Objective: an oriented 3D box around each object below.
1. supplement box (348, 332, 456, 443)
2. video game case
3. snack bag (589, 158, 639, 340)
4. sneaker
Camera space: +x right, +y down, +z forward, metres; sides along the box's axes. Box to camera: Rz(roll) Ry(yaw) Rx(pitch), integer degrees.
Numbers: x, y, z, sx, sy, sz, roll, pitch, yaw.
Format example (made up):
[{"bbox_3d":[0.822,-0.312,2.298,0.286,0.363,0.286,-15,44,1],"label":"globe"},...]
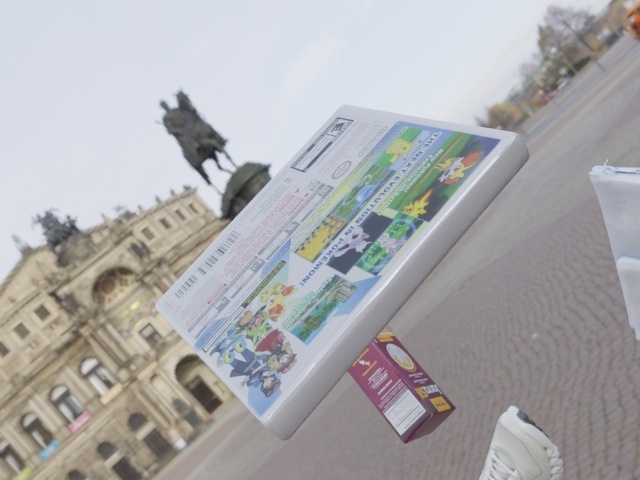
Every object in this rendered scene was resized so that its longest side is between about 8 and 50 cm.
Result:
[{"bbox_3d":[0.139,0.261,1.329,0.081,0.188,0.104,-51,-28,19],"label":"supplement box"},{"bbox_3d":[0.000,0.000,0.737,0.329,0.036,0.300,-48,31,-10],"label":"video game case"},{"bbox_3d":[0.531,0.046,0.944,0.323,0.342,0.037,11,52,43],"label":"snack bag"},{"bbox_3d":[0.297,0.368,1.143,0.118,0.110,0.292,-28,-45,-16],"label":"sneaker"}]
